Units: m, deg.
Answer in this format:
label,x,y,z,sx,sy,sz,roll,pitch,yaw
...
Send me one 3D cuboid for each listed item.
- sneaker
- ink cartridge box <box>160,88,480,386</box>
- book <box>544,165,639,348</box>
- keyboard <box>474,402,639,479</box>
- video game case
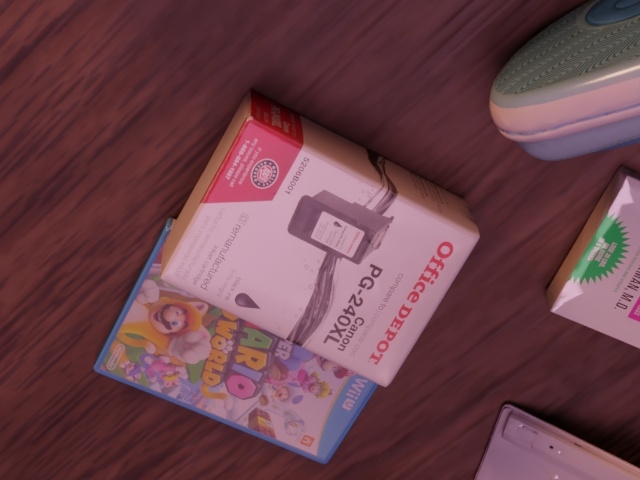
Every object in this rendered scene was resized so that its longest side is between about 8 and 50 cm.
label,x,y,z,sx,sy,sz,roll,pitch,yaw
sneaker,0.264,-0.055,0.695,0.319,0.127,0.208,-18,116,11
ink cartridge box,0.000,0.000,0.754,0.150,0.063,0.109,26,106,-13
book,0.222,0.024,0.795,0.144,0.035,0.096,22,113,-10
keyboard,0.220,0.188,0.832,0.256,0.014,0.072,26,126,18
video game case,-0.044,0.067,0.828,0.166,0.015,0.119,24,117,-13
